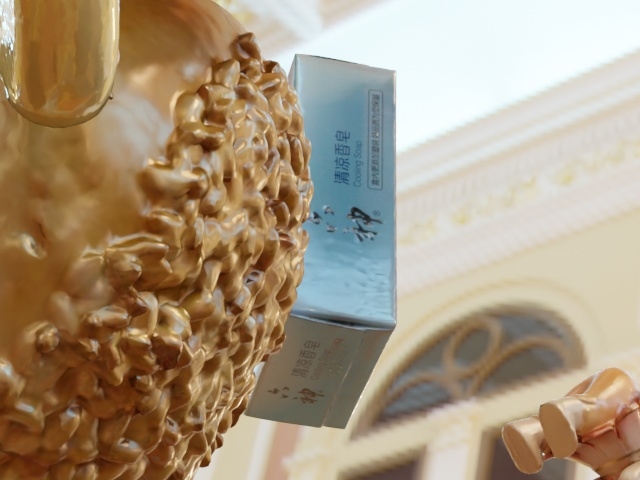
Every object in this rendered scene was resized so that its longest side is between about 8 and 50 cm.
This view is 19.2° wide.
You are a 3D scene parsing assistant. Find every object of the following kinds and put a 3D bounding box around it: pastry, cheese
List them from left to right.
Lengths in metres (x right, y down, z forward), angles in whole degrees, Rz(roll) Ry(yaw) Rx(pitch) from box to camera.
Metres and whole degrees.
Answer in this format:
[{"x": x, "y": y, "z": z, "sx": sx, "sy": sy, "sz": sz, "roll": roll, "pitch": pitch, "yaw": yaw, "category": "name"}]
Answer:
[{"x": -0.124, "y": -0.182, "z": 0.832, "sx": 0.050, "sy": 0.127, "sz": 0.255, "roll": -10, "pitch": -52, "yaw": -19, "category": "cheese"}, {"x": -0.153, "y": 0.037, "z": 1.122, "sx": 0.245, "sy": 0.409, "sz": 0.409, "roll": 27, "pitch": -36, "yaw": 10, "category": "pastry"}]

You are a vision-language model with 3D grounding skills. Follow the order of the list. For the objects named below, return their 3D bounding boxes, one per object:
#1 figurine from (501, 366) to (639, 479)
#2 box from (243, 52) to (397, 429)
[{"x": 0.208, "y": 0.162, "z": 1.128, "sx": 0.195, "sy": 0.102, "sz": 0.111, "roll": 58, "pitch": -33, "yaw": 2, "category": "figurine"}, {"x": 0.000, "y": 0.000, "z": 1.353, "sx": 0.083, "sy": 0.232, "sz": 0.142, "roll": 7, "pitch": -36, "yaw": -10, "category": "box"}]
